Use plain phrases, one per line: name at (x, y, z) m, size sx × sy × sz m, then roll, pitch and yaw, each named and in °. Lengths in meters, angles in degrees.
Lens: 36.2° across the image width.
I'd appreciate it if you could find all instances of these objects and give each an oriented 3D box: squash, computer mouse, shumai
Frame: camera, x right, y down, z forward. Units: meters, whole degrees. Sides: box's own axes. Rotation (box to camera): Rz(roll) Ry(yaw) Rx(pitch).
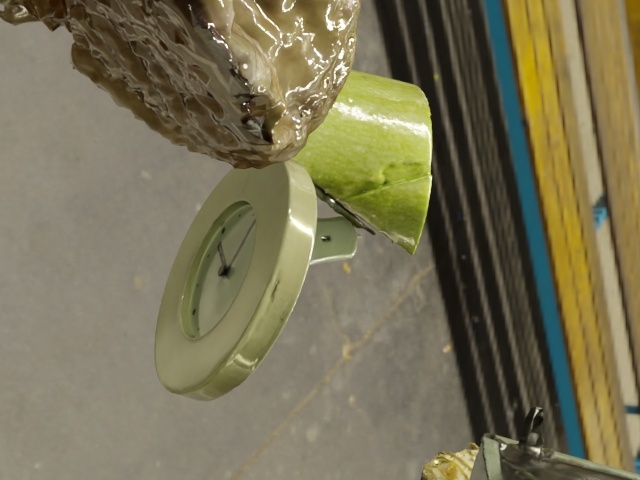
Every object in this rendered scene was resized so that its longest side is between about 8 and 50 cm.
squash at (-0.043, -0.113, 1.152) m, size 0.233 × 0.309 × 0.210 m, roll -125°, pitch -138°, yaw -75°
computer mouse at (0.000, 0.000, 1.129) m, size 0.110 × 0.032 × 0.055 m, roll -5°, pitch 84°, yaw -38°
shumai at (-0.043, -0.225, 0.498) m, size 0.283 × 0.217 × 0.346 m, roll -53°, pitch 142°, yaw -16°

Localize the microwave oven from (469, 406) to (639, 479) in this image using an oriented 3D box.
microwave oven at (0.209, 0.271, 0.406) m, size 0.218 × 0.355 × 0.286 m, roll -49°, pitch 154°, yaw -79°

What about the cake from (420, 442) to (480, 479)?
cake at (0.159, 0.270, 0.855) m, size 0.080 × 0.185 × 0.116 m, roll -21°, pitch 115°, yaw -21°

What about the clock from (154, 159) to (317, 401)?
clock at (-0.081, 0.030, 0.875) m, size 0.029 × 0.235 × 0.235 m, roll 25°, pitch 66°, yaw -26°
